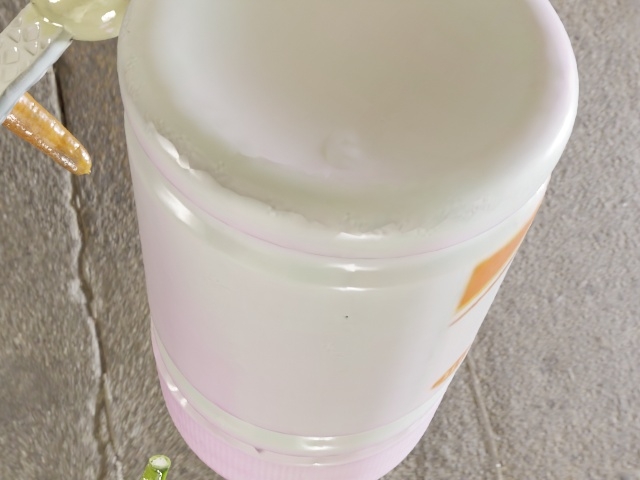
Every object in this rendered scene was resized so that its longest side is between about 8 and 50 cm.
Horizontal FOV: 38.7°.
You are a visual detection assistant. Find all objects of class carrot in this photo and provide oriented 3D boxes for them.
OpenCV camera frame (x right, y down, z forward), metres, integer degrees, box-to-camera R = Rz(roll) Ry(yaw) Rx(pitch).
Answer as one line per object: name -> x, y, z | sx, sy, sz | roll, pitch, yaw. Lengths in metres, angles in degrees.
carrot -> -0.334, -0.141, 1.014 | 0.209, 0.061, 0.061 | 44, 64, -33

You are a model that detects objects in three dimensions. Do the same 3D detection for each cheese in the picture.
cheese -> -0.153, -0.145, 0.562 | 0.127, 0.050, 0.235 | 36, 83, 26

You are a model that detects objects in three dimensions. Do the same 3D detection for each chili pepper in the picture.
chili pepper -> -0.319, 0.453, 1.585 | 0.052, 0.050, 0.202 | 32, 106, -10

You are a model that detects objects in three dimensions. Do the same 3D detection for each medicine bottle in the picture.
medicine bottle -> 0.000, 0.000, 0.512 | 0.202, 0.316, 0.202 | 3, 56, -5
